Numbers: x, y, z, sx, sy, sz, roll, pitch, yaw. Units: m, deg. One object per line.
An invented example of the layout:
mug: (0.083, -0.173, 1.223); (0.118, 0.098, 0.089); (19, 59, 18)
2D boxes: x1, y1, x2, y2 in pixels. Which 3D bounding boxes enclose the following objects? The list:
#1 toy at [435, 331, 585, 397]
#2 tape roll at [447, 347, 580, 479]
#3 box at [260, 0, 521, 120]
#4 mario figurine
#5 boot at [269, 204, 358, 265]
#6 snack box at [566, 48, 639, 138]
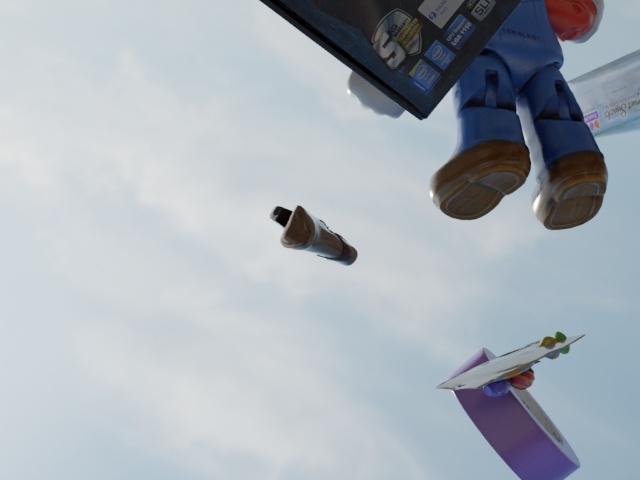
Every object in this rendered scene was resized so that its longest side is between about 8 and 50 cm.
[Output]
toy: (0.329, 0.224, 1.870); (0.237, 0.056, 0.137); (-24, -177, -27)
tape roll: (0.353, 0.329, 2.019); (0.090, 0.275, 0.275); (-40, -149, 8)
box: (0.050, -0.204, 0.531); (0.183, 0.232, 0.059); (37, -166, -8)
mario figurine: (0.133, -0.153, 0.885); (0.170, 0.198, 0.320); (-21, -123, 30)
boot: (0.000, 0.000, 1.089); (0.087, 0.042, 0.118); (30, -173, -25)
snack box: (0.375, -0.157, 1.081); (0.207, 0.070, 0.174); (-9, 176, -23)
